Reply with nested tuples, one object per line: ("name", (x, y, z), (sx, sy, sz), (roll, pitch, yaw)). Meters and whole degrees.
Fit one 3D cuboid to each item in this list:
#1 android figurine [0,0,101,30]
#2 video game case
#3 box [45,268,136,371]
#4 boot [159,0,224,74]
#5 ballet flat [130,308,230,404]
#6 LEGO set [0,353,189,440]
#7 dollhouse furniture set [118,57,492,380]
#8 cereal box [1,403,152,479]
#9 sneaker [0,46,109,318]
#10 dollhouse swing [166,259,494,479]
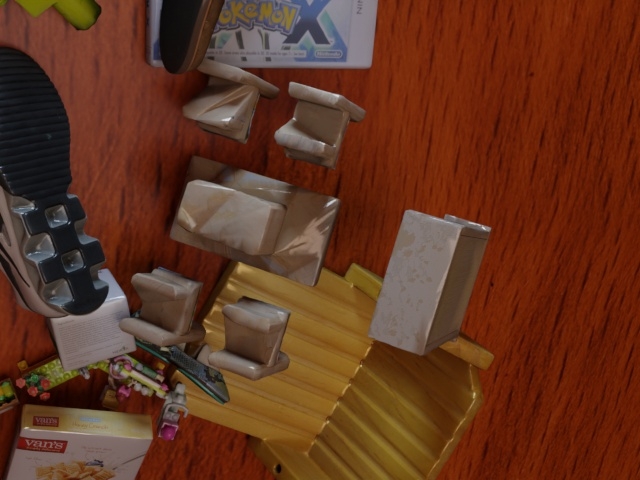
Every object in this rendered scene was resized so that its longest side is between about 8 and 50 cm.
("android figurine", (-0.310, -0.357, 0.894), (0.248, 0.056, 0.273), (-33, 137, 12))
("video game case", (-0.064, -0.377, 1.082), (0.329, 0.036, 0.300), (-5, 112, -26))
("box", (-0.313, 0.105, 1.108), (0.102, 0.101, 0.087), (-15, 117, -22))
("boot", (-0.109, -0.340, 0.994), (0.115, 0.112, 0.305), (10, 103, -43))
("ballet flat", (-0.195, 0.161, 1.187), (0.188, 0.070, 0.070), (36, 91, -8))
("LEGO set", (-0.314, 0.202, 1.130), (0.287, 0.107, 0.132), (11, 94, -24))
("dollhouse furniture set", (0.000, 0.000, 1.100), (0.256, 0.394, 0.362), (6, 102, -71))
("cereal box", (-0.349, 0.324, 1.152), (0.173, 0.047, 0.240), (10, 129, -23))
("sneaker", (-0.373, -0.061, 1.002), (0.122, 0.146, 0.331), (-17, 95, -52))
("dollhouse swing", (0.002, 0.217, 1.232), (0.305, 0.315, 0.347), (26, 97, -45))
